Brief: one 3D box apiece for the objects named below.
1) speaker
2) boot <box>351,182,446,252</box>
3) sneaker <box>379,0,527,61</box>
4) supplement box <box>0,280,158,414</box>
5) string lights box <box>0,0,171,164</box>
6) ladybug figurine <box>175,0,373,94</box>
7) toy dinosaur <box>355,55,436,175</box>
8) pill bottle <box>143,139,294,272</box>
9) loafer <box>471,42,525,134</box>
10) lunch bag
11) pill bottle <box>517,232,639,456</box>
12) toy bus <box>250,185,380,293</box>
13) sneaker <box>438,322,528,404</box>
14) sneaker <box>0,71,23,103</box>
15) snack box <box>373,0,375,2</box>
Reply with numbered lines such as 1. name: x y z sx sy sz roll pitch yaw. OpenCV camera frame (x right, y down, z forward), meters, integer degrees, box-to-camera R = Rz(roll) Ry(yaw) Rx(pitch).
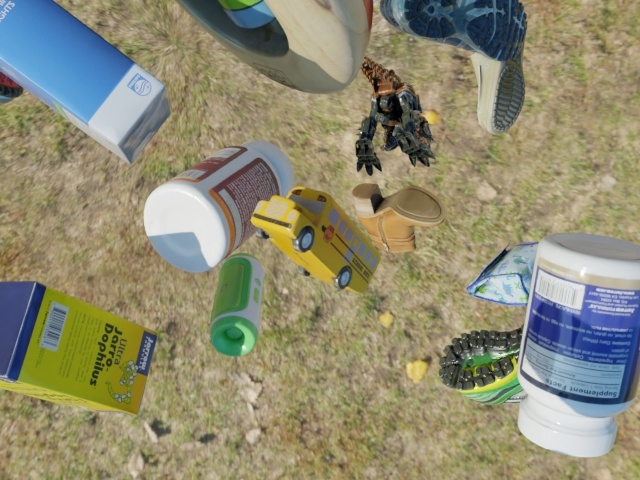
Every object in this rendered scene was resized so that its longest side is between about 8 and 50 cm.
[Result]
1. speaker: -0.211 0.158 1.859 0.131 0.296 0.131 0 124 -1
2. boot: 0.157 -0.029 1.329 0.073 0.197 0.152 -50 138 -24
3. sneaker: 0.226 -0.378 1.218 0.283 0.122 0.110 7 105 -31
4. supplement box: -0.550 0.235 1.529 0.356 0.194 0.195 38 56 -51
5. string lights box: -0.276 -0.188 0.707 0.260 0.133 0.076 37 83 -7
6. ladybug figurine: -0.078 -0.336 0.787 0.162 0.305 0.449 -55 142 -10
7. toy dinosaur: 0.148 -0.261 1.524 0.322 0.164 0.218 31 55 -32
8. pill bottle: -0.233 -0.101 1.779 0.224 0.392 0.224 11 119 21
9. loafer: 0.364 -0.350 1.499 0.102 0.092 0.268 11 86 -39
10. lunch bag: 0.396 0.069 1.517 0.129 0.151 0.096 -38 106 -34
11. pill bottle: 0.339 0.133 0.936 0.153 0.153 0.264 2 106 -12
12. toy bus: 0.000 0.000 1.431 0.130 0.108 0.332 -62 145 -13
13. sneaker: 0.380 0.194 1.207 0.344 0.134 0.146 -18 141 33
14. sneaker: -0.504 -0.232 0.890 0.262 0.125 0.104 20 58 -34
15. snack box: 0.016 -0.641 1.554 0.187 0.060 0.322 -38 102 20
